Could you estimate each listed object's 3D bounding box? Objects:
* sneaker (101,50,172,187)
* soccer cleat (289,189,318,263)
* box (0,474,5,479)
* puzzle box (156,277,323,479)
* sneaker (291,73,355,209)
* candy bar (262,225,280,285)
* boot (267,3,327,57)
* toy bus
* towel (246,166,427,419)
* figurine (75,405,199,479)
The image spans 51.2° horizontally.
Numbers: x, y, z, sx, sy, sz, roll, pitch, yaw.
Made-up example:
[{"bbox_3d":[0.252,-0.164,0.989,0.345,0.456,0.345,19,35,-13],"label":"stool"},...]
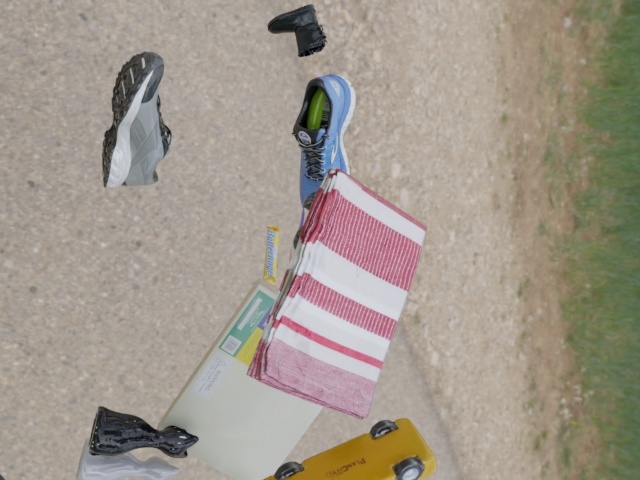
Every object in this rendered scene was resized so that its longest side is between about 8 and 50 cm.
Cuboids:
[{"bbox_3d":[-0.298,-0.198,1.124,0.108,0.100,0.271,3,137,-27],"label":"sneaker"},{"bbox_3d":[0.000,0.000,1.279,0.318,0.109,0.116,-70,176,-61],"label":"soccer cleat"},{"bbox_3d":[-0.431,0.465,0.633,0.298,0.472,0.479,-23,127,-15],"label":"box"},{"bbox_3d":[-0.129,0.314,1.427,0.272,0.052,0.408,34,99,-11],"label":"puzzle box"},{"bbox_3d":[-0.013,-0.211,1.504,0.147,0.130,0.329,-11,107,-59],"label":"sneaker"},{"bbox_3d":[-0.129,0.038,1.744,0.018,0.040,0.161,-41,139,-70],"label":"candy bar"},{"bbox_3d":[-0.048,-0.438,1.424,0.045,0.121,0.099,19,54,-72],"label":"boot"},{"bbox_3d":[0.028,0.426,1.121,0.333,0.108,0.130,-19,126,-15],"label":"toy bus"},{"bbox_3d":[0.043,0.085,1.000,0.237,0.037,0.328,30,75,-38],"label":"towel"},{"bbox_3d":[-0.384,0.448,1.396,0.210,0.214,0.092,16,40,-19],"label":"figurine"}]
